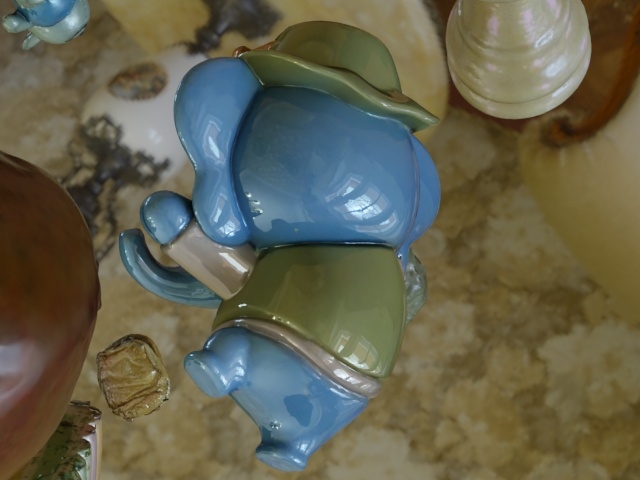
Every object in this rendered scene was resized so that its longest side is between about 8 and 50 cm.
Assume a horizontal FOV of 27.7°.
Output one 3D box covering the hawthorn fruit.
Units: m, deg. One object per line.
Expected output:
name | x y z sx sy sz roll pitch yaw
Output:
hawthorn fruit | -0.305 0.050 0.905 0.308 0.308 0.325 37 161 -1

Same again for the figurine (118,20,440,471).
figurine | -0.020 -0.009 0.773 0.180 0.262 0.154 23 157 -4

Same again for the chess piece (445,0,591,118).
chess piece | 0.126 -0.213 0.871 0.117 0.117 0.397 28 169 19

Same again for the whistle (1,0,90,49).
whistle | -0.292 -0.258 1.398 0.077 0.114 0.236 47 177 -1

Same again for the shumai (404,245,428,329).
shumai | 0.000 0.000 1.854 0.309 0.263 0.304 -21 153 28

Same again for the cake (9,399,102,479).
cake | -0.286 0.245 1.298 0.110 0.090 0.225 5 -162 -1

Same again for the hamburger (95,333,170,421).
hamburger | -0.187 0.136 1.290 0.083 0.076 0.044 70 -163 5
